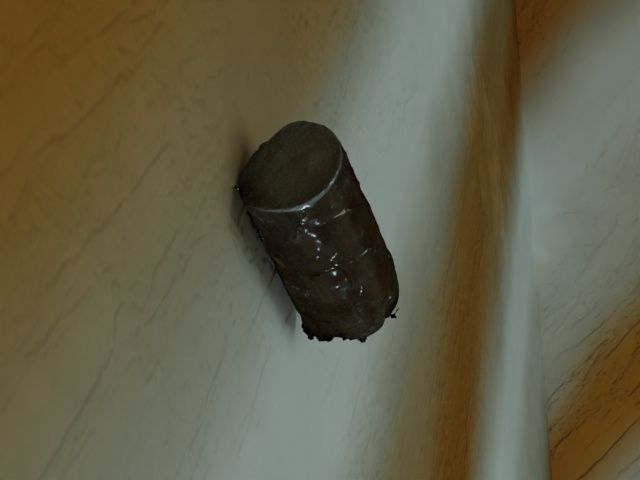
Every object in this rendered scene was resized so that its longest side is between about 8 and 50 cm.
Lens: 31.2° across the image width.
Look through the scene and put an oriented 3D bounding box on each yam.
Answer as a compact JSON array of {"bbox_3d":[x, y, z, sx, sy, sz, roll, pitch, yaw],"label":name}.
[{"bbox_3d":[0.000,-0.002,0.734,0.141,0.079,0.079,64,25,-47],"label":"yam"}]
